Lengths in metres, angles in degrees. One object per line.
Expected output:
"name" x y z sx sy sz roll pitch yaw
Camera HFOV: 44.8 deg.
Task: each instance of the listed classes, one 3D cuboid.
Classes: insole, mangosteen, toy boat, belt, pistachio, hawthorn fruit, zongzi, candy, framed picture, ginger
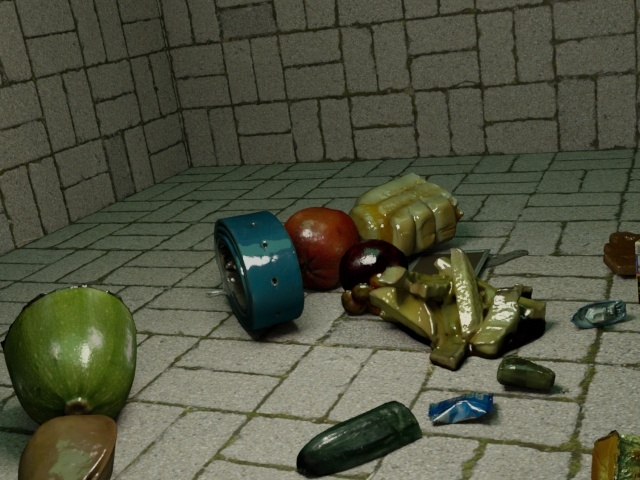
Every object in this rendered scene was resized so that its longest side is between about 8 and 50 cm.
"insole" 0.547 0.056 2.351 0.194 0.006 0.065 -16 19 -23
"mangosteen" 0.144 0.096 2.112 0.210 0.209 0.210 -8 18 2
"toy boat" 0.660 0.176 1.841 0.140 0.059 0.066 -11 0 0
"belt" -0.179 0.081 2.124 0.173 0.300 0.436 -11 15 -13
"pistachio" -0.462 0.424 1.426 0.213 0.163 0.260 -44 25 -2
"hawthorn fruit" 0.000 0.000 2.354 0.254 0.254 0.300 -1 34 22
"zongzi" 0.459 0.276 1.649 0.154 0.062 0.130 6 10 21
"candy" 0.281 0.335 1.563 0.136 0.038 0.088 -13 13 16
"framed picture" 0.367 0.089 2.308 0.232 0.019 0.296 -3 18 25
"ginger" 0.341 0.136 1.882 0.414 0.211 0.358 -10 20 -6

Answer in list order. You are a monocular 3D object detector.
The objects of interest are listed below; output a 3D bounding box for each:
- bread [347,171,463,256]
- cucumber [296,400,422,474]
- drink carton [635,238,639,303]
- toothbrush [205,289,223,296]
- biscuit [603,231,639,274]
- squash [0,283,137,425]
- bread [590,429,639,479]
"bread" 0.253 -0.049 2.479 0.341 0.210 0.301 -26 35 -31
"cucumber" 0.063 0.378 1.492 0.244 0.063 0.115 -20 20 -28
"drink carton" 0.817 0.074 1.916 0.071 0.165 0.056 -20 20 -34
"toothbrush" -0.253 0.152 2.398 0.204 0.017 0.022 -9 28 -4
"biscuit" 0.899 0.043 2.171 0.302 0.043 0.278 -20 25 -35
"squash" -0.525 0.306 1.716 0.311 0.310 0.309 -15 38 -19
"bread" 0.473 0.372 1.220 0.069 0.140 0.127 12 64 7
